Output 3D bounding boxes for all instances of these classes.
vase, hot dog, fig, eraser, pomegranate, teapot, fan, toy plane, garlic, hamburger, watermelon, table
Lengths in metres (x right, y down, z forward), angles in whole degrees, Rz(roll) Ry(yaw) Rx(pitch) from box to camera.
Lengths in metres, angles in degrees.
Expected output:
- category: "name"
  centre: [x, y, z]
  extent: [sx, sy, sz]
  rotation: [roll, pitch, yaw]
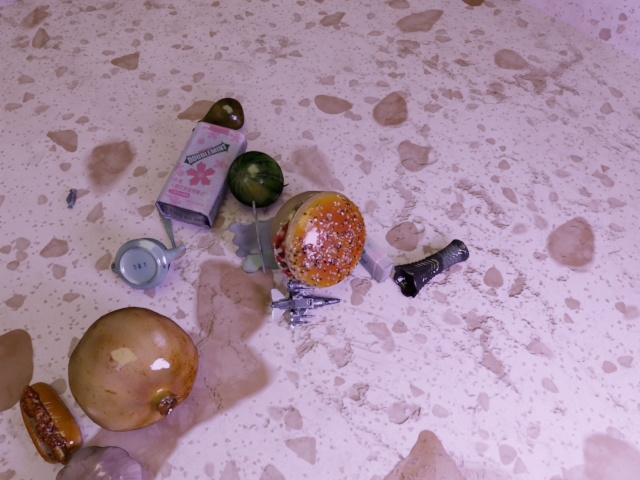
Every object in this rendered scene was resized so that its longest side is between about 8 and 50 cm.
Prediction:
- category: "vase"
  centre: [0.351, 0.079, 1.422]
  extent: [0.237, 0.116, 0.116]
  rotation: [-26, 62, -22]
- category: "hot dog"
  centre: [-0.699, 0.466, 1.174]
  extent: [0.102, 0.076, 0.249]
  rotation: [-35, 64, -24]
- category: "fig"
  centre: [-0.384, -0.477, 1.739]
  extent: [0.184, 0.127, 0.133]
  rotation: [-5, 72, -9]
- category: "eraser"
  centre: [0.137, 0.026, 1.448]
  extent: [0.052, 0.096, 0.225]
  rotation: [-33, 64, -20]
- category: "pomegranate"
  centre: [-0.456, 0.322, 1.146]
  extent: [0.318, 0.319, 0.320]
  rotation: [0, 58, -1]
- category: "teapot"
  centre: [-0.535, 0.060, 1.403]
  extent: [0.231, 0.159, 0.159]
  rotation: [-13, 59, 3]
- category: "fan"
  centre: [-0.505, -0.032, 1.522]
  extent: [0.038, 0.016, 0.193]
  rotation: [-19, 59, -10]
- category: "toy plane"
  centre: [-0.048, 0.185, 1.358]
  extent: [0.233, 0.082, 0.160]
  rotation: [-3, 85, -2]
- category: "garlic"
  centre: [-0.527, 0.572, 1.034]
  extent: [0.218, 0.212, 0.219]
  rotation: [-3, 60, 4]
- category: "hamburger"
  centre: [0.000, 0.000, 1.314]
  extent: [0.300, 0.301, 0.176]
  rotation: [-36, 33, -21]
- category: "watermelon"
  centre: [-0.212, -0.202, 1.540]
  extent: [0.187, 0.214, 0.188]
  rotation: [-2, 84, 21]
- category: "table"
  centre: [-0.190, -0.007, 1.403]
  extent: [0.166, 0.198, 0.167]
  rotation: [0, 59, 0]

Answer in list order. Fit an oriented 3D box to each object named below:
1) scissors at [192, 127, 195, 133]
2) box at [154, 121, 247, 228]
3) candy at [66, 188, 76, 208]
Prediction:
- category: "scissors"
  centre: [-0.443, -0.300, 1.684]
  extent: [0.159, 0.024, 0.318]
  rotation: [-12, 60, -7]
- category: "box"
  centre: [-0.401, -0.224, 1.565]
  extent: [0.190, 0.112, 0.370]
  rotation: [16, 64, 6]
- category: "candy"
  centre: [-0.866, -0.146, 1.583]
  extent: [0.030, 0.020, 0.084]
  rotation: [-2, 60, -2]
